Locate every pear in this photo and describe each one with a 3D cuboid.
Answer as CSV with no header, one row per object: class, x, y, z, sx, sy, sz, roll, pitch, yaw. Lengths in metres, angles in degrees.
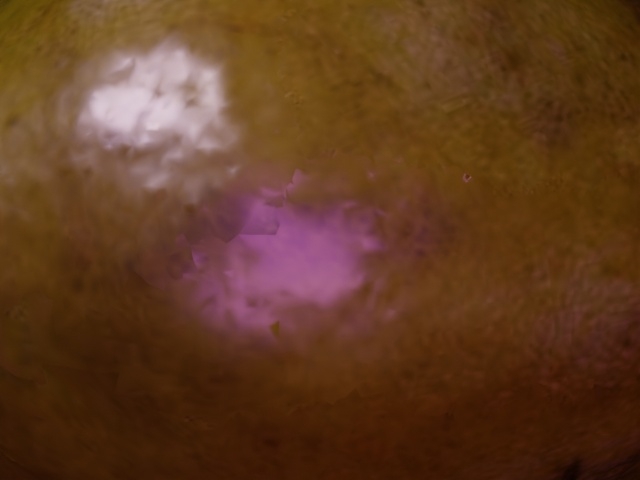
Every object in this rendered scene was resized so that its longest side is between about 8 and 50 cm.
pear,0.000,0.000,0.757,0.413,0.352,0.352,3,96,-16
